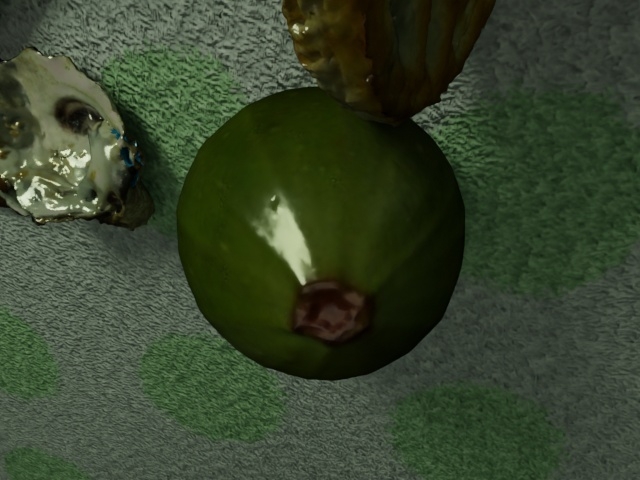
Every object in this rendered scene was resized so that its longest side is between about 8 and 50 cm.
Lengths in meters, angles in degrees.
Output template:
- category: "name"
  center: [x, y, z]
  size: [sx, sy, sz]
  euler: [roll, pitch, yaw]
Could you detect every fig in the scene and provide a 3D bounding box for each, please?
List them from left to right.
- category: "fig"
  center: [0.000, 0.000, 0.491]
  size: [0.316, 0.316, 0.316]
  euler: [7, 121, 12]

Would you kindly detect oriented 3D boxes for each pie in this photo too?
- category: "pie"
  center: [0.065, -0.233, 0.354]
  size: [0.092, 0.315, 0.315]
  euler: [19, 125, 28]

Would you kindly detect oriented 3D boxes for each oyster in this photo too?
- category: "oyster"
  center: [-0.324, -0.127, 0.649]
  size: [0.214, 0.083, 0.222]
  euler: [8, 104, 2]

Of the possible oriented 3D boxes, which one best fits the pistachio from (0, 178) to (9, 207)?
- category: "pistachio"
  center: [-0.464, -0.084, 0.731]
  size: [0.173, 0.049, 0.089]
  euler: [0, 119, 15]
